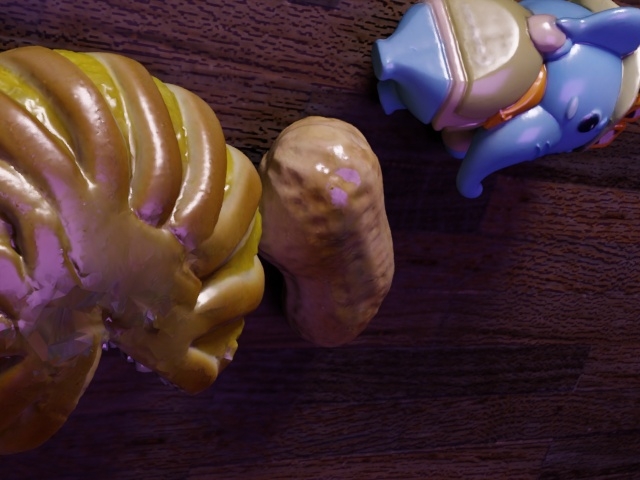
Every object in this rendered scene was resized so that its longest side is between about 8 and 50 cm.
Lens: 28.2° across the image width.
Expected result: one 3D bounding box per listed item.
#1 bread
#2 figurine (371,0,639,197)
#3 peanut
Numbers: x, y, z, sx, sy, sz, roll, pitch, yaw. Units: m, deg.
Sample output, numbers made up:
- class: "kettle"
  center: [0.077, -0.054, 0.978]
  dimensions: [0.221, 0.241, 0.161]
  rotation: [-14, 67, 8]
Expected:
- class: "bread"
  center: [-0.182, 0.016, 0.891]
  dimensions: [0.333, 0.160, 0.333]
  rotation: [-19, 124, -29]
- class: "figurine"
  center: [0.161, -0.135, 1.092]
  dimensions: [0.262, 0.154, 0.180]
  rotation: [-8, 131, -14]
- class: "peanut"
  center: [0.000, 0.000, 1.063]
  dimensions: [0.120, 0.110, 0.236]
  rotation: [-31, 140, -25]
